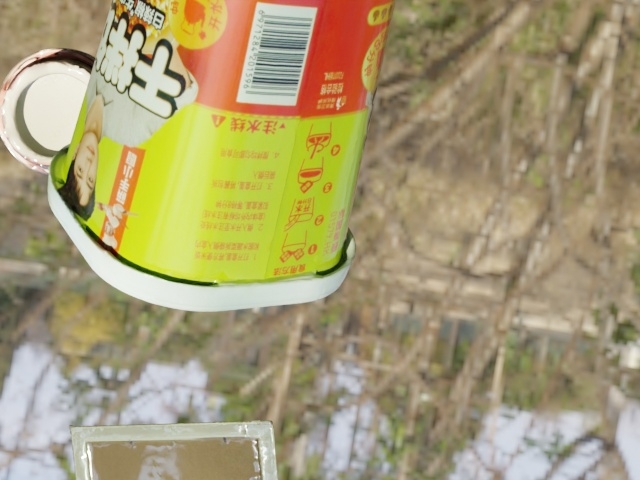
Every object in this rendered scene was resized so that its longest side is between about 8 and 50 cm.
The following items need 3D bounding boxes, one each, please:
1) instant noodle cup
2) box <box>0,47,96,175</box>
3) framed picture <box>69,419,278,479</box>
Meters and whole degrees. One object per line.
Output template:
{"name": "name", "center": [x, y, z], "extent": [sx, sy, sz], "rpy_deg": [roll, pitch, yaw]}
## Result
{"name": "instant noodle cup", "center": [-0.075, -0.136, 1.300], "extent": [0.293, 0.308, 0.294], "rpy_deg": [13, -151, -8]}
{"name": "box", "center": [-0.294, -0.144, 1.672], "extent": [0.151, 0.151, 0.135], "rpy_deg": [9, -175, -9]}
{"name": "framed picture", "center": [-0.143, 0.333, 1.556], "extent": [0.231, 0.293, 0.018], "rpy_deg": [-3, -174, 16]}
